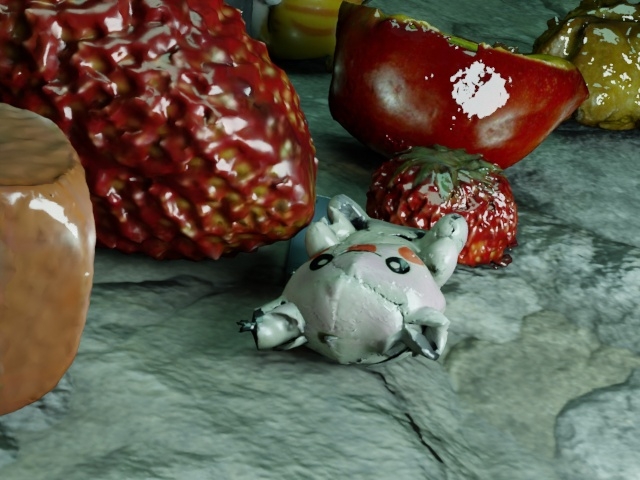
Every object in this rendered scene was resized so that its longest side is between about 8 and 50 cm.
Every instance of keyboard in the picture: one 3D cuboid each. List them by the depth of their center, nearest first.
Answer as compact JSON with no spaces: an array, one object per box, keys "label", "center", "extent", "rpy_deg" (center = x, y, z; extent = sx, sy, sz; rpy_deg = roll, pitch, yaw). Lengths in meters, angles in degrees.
[{"label":"keyboard","center":[0.000,-0.001,1.210],"extent":[0.055,0.014,0.176],"rpy_deg":[10,25,-2]}]

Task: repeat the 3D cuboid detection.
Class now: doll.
[{"label":"doll","center":[0.036,0.034,1.056],"extent":[0.149,0.095,0.192],"rpy_deg":[10,26,14]},{"label":"doll","center":[-0.079,-0.307,1.670],"extent":[0.269,0.167,0.162],"rpy_deg":[25,30,23]}]

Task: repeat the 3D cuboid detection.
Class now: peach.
[{"label":"peach","center":[0.135,-0.136,1.389],"extent":[0.267,0.154,0.159],"rpy_deg":[16,14,-10]}]

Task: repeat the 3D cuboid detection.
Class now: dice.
[{"label":"dice","center":[-0.254,0.012,0.899],"extent":[0.175,0.179,0.174],"rpy_deg":[1,25,-29]}]

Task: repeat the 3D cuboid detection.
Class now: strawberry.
[{"label":"strawberry","center":[-0.152,-0.120,1.152],"extent":[0.343,0.292,0.292],"rpy_deg":[27,24,-5]},{"label":"strawberry","center":[0.112,-0.034,1.243],"extent":[0.145,0.086,0.145],"rpy_deg":[7,23,-3]}]

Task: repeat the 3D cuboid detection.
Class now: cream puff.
[{"label":"cream puff","center":[0.369,-0.206,1.642],"extent":[0.241,0.155,0.269],"rpy_deg":[11,31,15]}]

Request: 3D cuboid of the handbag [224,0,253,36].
[{"label":"handbag","center":[-0.205,-0.228,1.429],"extent":[0.254,0.181,0.181],"rpy_deg":[-5,21,-28]}]
